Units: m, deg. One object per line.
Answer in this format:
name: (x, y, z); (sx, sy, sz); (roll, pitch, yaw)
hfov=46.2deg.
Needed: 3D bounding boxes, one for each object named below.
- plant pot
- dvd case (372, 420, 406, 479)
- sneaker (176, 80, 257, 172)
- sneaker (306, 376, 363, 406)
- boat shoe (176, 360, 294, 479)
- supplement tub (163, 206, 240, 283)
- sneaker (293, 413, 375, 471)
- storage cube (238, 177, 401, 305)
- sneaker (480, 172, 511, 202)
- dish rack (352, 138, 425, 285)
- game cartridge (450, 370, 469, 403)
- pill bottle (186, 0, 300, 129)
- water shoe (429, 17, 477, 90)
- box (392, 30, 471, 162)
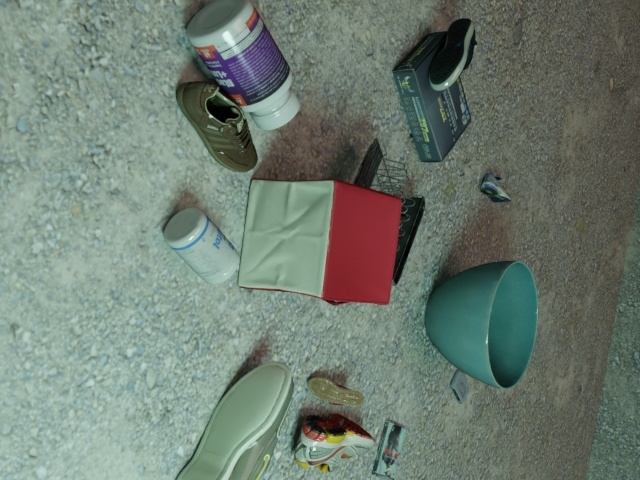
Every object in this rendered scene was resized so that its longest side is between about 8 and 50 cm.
plant pot: (0.361, 0.185, 1.746); (0.290, 0.196, 0.290); (-7, 99, -52)
dvd case: (0.152, 0.464, 1.648); (0.087, 0.013, 0.119); (37, 65, -49)
sneaker: (-0.140, -0.166, 1.138); (0.188, 0.071, 0.066); (47, 57, -45)
sneaker: (0.017, 0.289, 1.433); (0.119, 0.067, 0.042); (24, 75, -21)
boat shoe: (-0.129, 0.333, 1.182); (0.305, 0.109, 0.091); (-57, 136, -24)
supplement tub: (-0.175, 0.008, 1.111); (0.107, 0.071, 0.071); (52, 54, -42)
sneaker: (0.022, 0.386, 1.423); (0.225, 0.088, 0.092); (21, 97, -52)
storage cube: (0.000, 0.000, 1.253); (0.193, 0.184, 0.214); (9, 87, -52)
sneaker: (0.470, -0.140, 1.983); (0.135, 0.052, 0.058); (29, 66, -51)
dish rack: (0.124, -0.059, 1.472); (0.271, 0.074, 0.208); (61, 45, -56)
game cartridge: (0.356, 0.372, 1.912); (0.056, 0.017, 0.083); (-55, 134, -30)
pill bottle: (-0.109, -0.264, 1.140); (0.193, 0.108, 0.108); (56, 51, -40)
water shoe: (0.296, -0.384, 1.604); (0.080, 0.073, 0.203); (51, 54, -43)
box: (0.252, -0.316, 1.662); (0.183, 0.059, 0.232); (-50, 130, -38)
